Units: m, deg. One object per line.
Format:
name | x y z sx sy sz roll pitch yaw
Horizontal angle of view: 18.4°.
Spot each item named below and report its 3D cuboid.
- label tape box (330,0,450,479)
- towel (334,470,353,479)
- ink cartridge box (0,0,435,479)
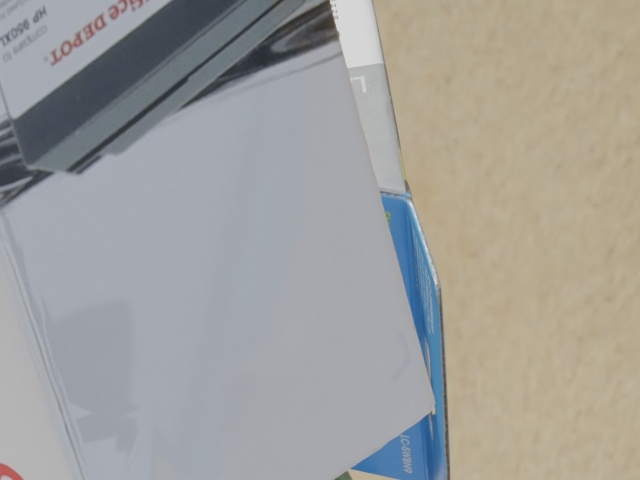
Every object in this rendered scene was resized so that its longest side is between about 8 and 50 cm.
label tape box | 0.000 0.000 1.164 0.105 0.241 0.334 -7 43 -1
towel | -0.128 0.140 1.310 0.248 0.038 0.325 -29 36 -1
ink cartridge box | -0.147 -0.092 0.730 0.166 0.285 0.395 -29 114 -35
